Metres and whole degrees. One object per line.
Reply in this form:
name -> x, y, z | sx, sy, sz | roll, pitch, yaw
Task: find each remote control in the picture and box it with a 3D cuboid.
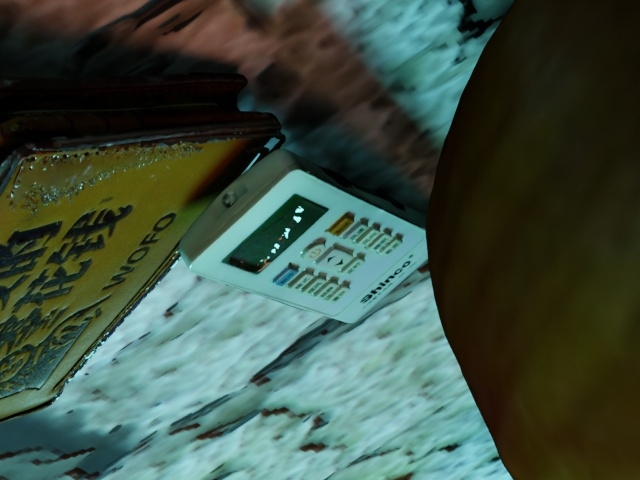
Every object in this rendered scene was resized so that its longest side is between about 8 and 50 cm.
remote control -> 0.000, 0.000, 0.697 | 0.065, 0.029, 0.166 | -41, 154, 14

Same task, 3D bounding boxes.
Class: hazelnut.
hazelnut -> 0.210, -0.016, 0.591 | 0.365, 0.366, 0.366 | -18, 143, -14

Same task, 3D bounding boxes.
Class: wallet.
wallet -> -0.114, 0.017, 0.623 | 0.195, 0.042, 0.161 | -51, 157, 27
